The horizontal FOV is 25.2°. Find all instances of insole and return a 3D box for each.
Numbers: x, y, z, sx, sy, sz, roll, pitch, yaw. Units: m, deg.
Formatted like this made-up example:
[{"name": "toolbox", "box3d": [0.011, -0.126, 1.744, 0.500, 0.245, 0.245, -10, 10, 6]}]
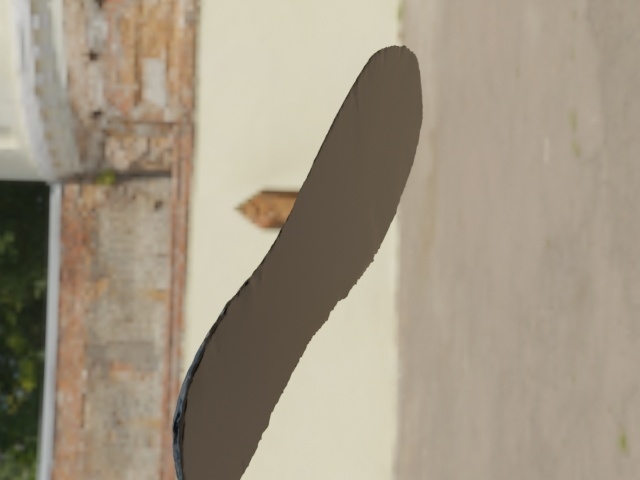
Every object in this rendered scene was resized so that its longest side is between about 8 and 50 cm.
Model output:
[{"name": "insole", "box3d": [0.000, 0.000, 0.519, 0.253, 0.005, 0.086, -59, -30, -50]}]
